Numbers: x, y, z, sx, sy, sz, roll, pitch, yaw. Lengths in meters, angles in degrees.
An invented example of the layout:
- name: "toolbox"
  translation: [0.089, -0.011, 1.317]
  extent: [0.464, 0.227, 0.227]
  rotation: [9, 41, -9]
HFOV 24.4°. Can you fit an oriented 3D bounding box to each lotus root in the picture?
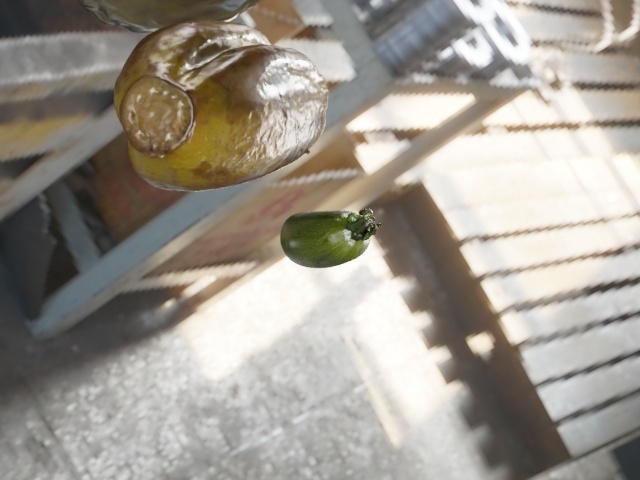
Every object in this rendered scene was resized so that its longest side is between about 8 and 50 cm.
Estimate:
- name: "lotus root"
  translation: [-0.111, -0.144, 1.529]
  extent: [0.193, 0.193, 0.291]
  rotation: [57, 29, 1]

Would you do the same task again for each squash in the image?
- name: "squash"
  translation: [-0.003, -0.001, 1.775]
  extent: [0.080, 0.318, 0.071]
  rotation: [16, 84, -11]

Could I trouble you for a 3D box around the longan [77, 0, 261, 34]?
- name: "longan"
  translation: [-0.203, -0.459, 1.939]
  extent: [0.391, 0.391, 0.391]
  rotation: [33, 39, -32]
